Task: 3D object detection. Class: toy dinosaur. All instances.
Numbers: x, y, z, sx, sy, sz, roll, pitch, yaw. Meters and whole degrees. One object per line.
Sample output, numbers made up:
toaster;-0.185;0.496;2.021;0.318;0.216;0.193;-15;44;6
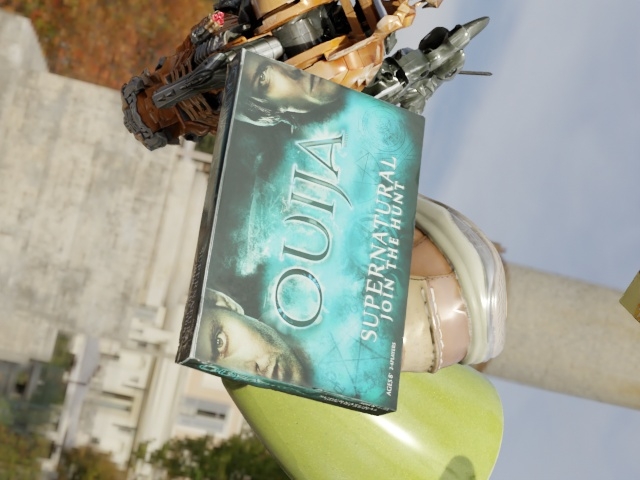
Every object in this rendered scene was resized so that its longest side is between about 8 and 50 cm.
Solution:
toy dinosaur;0.007;-0.136;0.727;0.218;0.322;0.164;-30;119;-53

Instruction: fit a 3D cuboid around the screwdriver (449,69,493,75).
screwdriver;0.121;-0.191;1.162;0.170;0.025;0.024;8;-139;48

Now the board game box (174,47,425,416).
board game box;-0.006;-0.005;0.594;0.026;0.126;0.186;-31;-133;57

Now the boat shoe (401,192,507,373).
boat shoe;0.000;0.000;0.744;0.324;0.116;0.123;34;-41;59

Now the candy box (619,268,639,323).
candy box;0.496;0.045;1.119;0.183;0.316;0.087;49;-34;27

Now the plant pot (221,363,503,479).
plant pot;0.029;0.200;1.306;0.275;0.293;0.274;-38;-152;24
